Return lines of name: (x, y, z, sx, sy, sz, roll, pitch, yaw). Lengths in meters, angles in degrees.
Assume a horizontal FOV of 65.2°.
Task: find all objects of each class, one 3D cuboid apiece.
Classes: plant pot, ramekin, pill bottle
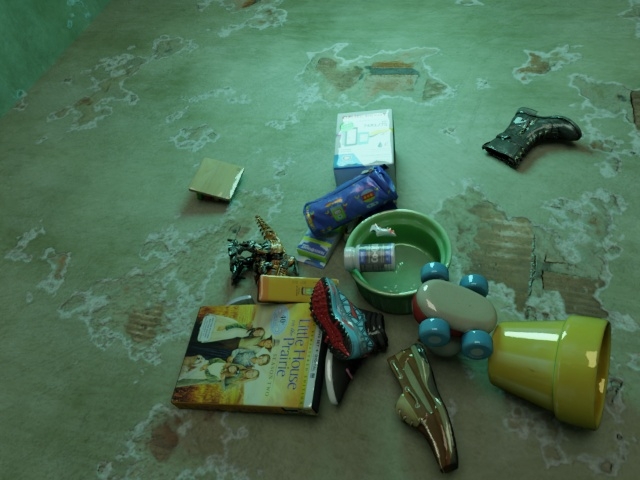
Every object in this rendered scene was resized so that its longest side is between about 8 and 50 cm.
plant pot: (0.545, 0.296, 1.201, 0.239, 0.254, 0.253, 4, 54, 36)
ramekin: (0.232, 0.069, 1.483, 0.304, 0.148, 0.303, -6, 53, 8)
pill bottle: (0.137, 0.048, 1.375, 0.137, 0.078, 0.078, -3, 54, 11)

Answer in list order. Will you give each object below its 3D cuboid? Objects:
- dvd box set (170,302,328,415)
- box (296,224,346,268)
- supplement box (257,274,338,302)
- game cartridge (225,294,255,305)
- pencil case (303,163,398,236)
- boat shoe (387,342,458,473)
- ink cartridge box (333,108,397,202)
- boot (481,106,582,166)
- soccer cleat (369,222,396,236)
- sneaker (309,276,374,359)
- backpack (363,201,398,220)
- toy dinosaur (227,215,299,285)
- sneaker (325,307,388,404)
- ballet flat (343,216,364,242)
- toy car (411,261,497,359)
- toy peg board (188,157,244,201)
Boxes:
dvd box set: (-0.188, 0.324, 1.408, 0.421, 0.062, 0.307, -4, 54, 20)
box: (0.000, 0.000, 1.654, 0.109, 0.042, 0.178, 16, 58, 23)
supplement box: (-0.067, 0.150, 1.478, 0.234, 0.080, 0.077, 4, 75, -10)
game cartridge: (-0.249, 0.198, 1.554, 0.083, 0.056, 0.017, -18, 52, -2)
pencil case: (0.089, -0.126, 1.569, 0.306, 0.133, 0.119, -27, 30, 15)
boat shoe: (0.249, 0.416, 1.252, 0.120, 0.122, 0.323, -18, 44, 5)
ink cartridge box: (0.159, -0.287, 1.732, 0.198, 0.197, 0.269, -3, 53, 10)
boot: (0.725, -0.337, 1.726, 0.263, 0.091, 0.229, 29, 70, 33)
soccer cleat: (0.181, -0.023, 1.452, 0.083, 0.029, 0.035, 25, 71, 31)
sneaker: (0.057, 0.211, 1.338, 0.104, 0.125, 0.261, -52, 43, 30)
backpack: (0.198, -0.072, 1.623, 0.120, 0.101, 0.098, -20, 15, 4)
toy dinosaur: (-0.185, 0.062, 1.614, 0.219, 0.164, 0.321, -6, 33, -11)
sneaker: (0.105, 0.305, 1.362, 0.147, 0.104, 0.295, 0, 50, 19)
ballet flat: (0.123, -0.066, 1.668, 0.057, 0.052, 0.168, 12, 57, 21)
toy car: (0.311, 0.223, 1.292, 0.211, 0.237, 0.219, 17, 45, -4)
toy peg board: (-0.388, -0.213, 1.891, 0.161, 0.079, 0.161, 15, 58, 4)
